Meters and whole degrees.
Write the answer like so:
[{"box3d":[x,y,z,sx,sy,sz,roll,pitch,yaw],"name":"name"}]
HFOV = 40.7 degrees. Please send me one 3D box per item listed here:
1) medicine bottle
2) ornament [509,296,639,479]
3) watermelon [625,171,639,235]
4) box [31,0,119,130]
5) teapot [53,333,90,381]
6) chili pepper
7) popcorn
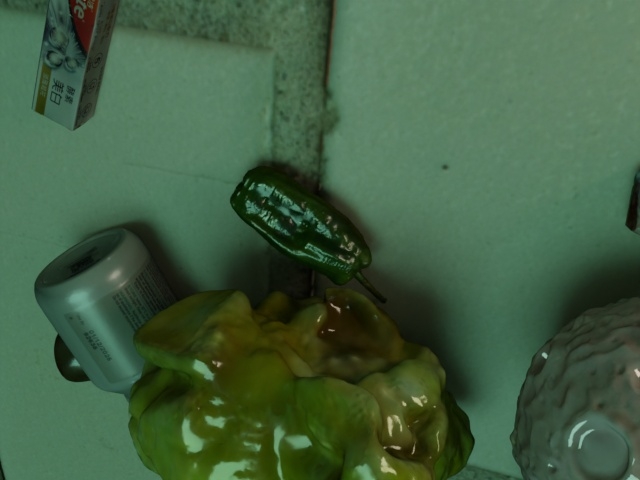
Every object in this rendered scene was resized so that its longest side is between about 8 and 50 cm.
[{"box3d":[-0.222,0.106,1.004,0.135,0.135,0.215,-13,117,29],"name":"medicine bottle"},{"box3d":[0.302,0.166,0.769,0.259,0.225,0.259,5,151,3],"name":"ornament"},{"box3d":[0.313,-0.024,0.739,0.085,0.072,0.092,16,125,-10],"name":"watermelon"},{"box3d":[-0.239,-0.211,0.854,0.055,0.039,0.218,29,129,3],"name":"box"},{"box3d":[-0.289,0.132,1.094,0.068,0.076,0.121,-10,89,17],"name":"teapot"},{"box3d":[0.002,-0.002,0.884,0.204,0.073,0.072,36,115,-5],"name":"chili pepper"},{"box3d":[-0.027,0.188,0.872,0.334,0.292,0.293,-2,114,19],"name":"popcorn"}]
